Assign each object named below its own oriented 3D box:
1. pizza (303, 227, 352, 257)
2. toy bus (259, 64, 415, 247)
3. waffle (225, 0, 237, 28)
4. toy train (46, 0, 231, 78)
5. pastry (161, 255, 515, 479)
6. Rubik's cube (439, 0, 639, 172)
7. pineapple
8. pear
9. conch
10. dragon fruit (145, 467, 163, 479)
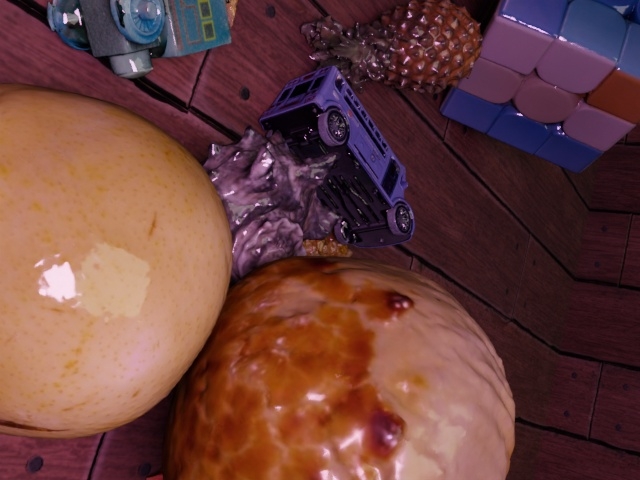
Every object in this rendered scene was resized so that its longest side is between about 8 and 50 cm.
[{"bbox_3d":[0.000,0.000,1.107,0.178,0.041,0.131,16,82,-53],"label":"pizza"},{"bbox_3d":[0.043,-0.119,1.041,0.292,0.125,0.133,51,48,-31],"label":"toy bus"},{"bbox_3d":[-0.135,-0.390,0.858,0.125,0.032,0.191,27,74,-54],"label":"waffle"},{"bbox_3d":[-0.203,-0.334,0.714,0.194,0.120,0.298,-38,127,-52],"label":"toy train"},{"bbox_3d":[0.000,0.192,0.688,0.312,0.388,0.389,29,69,-13],"label":"pastry"},{"bbox_3d":[0.485,-0.399,1.332,0.347,0.344,0.347,110,3,-68],"label":"Rubik's cube"},{"bbox_3d":[0.117,-0.330,1.125,0.361,0.175,0.175,-9,104,-37],"label":"pineapple"},{"bbox_3d":[-0.237,0.012,0.582,0.309,0.309,0.310,-14,107,-52],"label":"pear"},{"bbox_3d":[-0.085,-0.005,0.823,0.313,0.186,0.241,102,11,-71],"label":"conch"},{"bbox_3d":[-0.089,0.410,0.913,0.305,0.225,0.306,-8,100,-52],"label":"dragon fruit"}]
